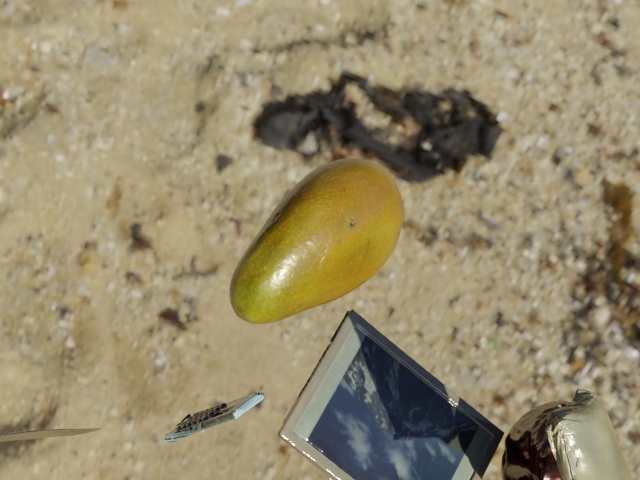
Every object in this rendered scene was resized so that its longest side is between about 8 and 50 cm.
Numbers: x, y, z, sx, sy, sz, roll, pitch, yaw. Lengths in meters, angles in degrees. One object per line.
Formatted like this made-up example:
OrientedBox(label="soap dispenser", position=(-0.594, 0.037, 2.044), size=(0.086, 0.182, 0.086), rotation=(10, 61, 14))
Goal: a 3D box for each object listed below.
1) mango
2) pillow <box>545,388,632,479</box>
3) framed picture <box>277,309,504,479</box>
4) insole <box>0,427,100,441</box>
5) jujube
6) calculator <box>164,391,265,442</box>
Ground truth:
OrientedBox(label="mango", position=(0.000, 0.000, 1.306), size=(0.099, 0.136, 0.227), rotation=(31, 41, 21))
OrientedBox(label="pillow", position=(0.301, 0.265, 1.523), size=(0.119, 0.053, 0.208), rotation=(-14, 83, -54))
OrientedBox(label="framed picture", position=(0.095, 0.250, 1.832), size=(0.281, 0.019, 0.209), rotation=(38, 60, -15))
OrientedBox(label="insole", position=(-0.373, 0.259, 1.903), size=(0.232, 0.080, 0.003), rotation=(9, 67, -62))
OrientedBox(label="jujube", position=(0.309, 0.292, 1.821), size=(0.168, 0.168, 0.236), rotation=(29, 3, 6))
OrientedBox(label="calculator", position=(-0.126, 0.209, 1.680), size=(0.057, 0.172, 0.018), rotation=(-36, 96, -37))
